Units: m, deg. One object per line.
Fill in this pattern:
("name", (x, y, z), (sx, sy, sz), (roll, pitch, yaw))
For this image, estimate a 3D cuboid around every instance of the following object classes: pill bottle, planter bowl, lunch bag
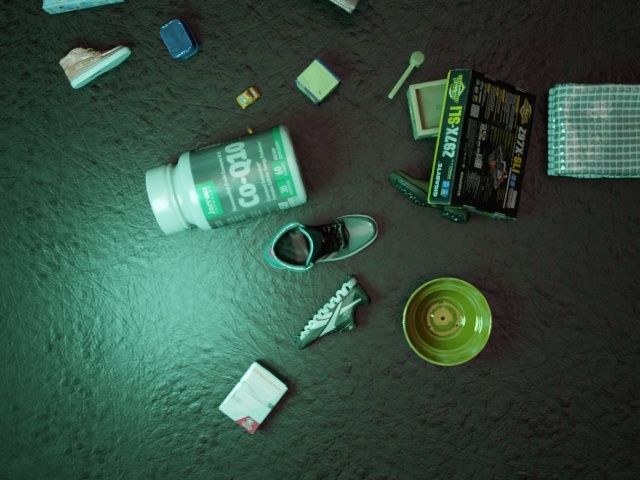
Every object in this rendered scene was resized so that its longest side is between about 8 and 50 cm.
("pill bottle", (-0.225, -0.141, 1.854), (0.361, 0.204, 0.204), (-16, 90, 2))
("planter bowl", (0.311, 0.199, 1.894), (0.217, 0.090, 0.217), (0, 89, 1))
("lunch bag", (-0.357, -0.514, 1.927), (0.067, 0.065, 0.098), (-26, 90, 17))

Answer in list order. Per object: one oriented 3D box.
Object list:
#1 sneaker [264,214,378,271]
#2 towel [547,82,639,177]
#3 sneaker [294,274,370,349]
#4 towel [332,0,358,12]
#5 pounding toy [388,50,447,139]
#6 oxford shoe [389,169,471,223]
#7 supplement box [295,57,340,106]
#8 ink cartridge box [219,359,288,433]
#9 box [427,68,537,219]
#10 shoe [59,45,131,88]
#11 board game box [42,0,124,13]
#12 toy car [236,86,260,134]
("sneaker", (0.000, 0.000, 1.859), (0.296, 0.178, 0.123), (-17, 89, 1))
("towel", (0.711, -0.273, 1.867), (0.284, 0.121, 0.234), (-1, 91, 2))
("sneaker", (0.037, 0.203, 1.908), (0.106, 0.078, 0.234), (43, 89, 4))
("towel", (0.049, -0.743, 1.867), (0.237, 0.037, 0.328), (31, 71, -7))
("pounding toy", (0.257, -0.362, 1.893), (0.181, 0.094, 0.205), (-10, 90, 1))
("oxford shoe", (0.282, -0.130, 1.908), (0.227, 0.083, 0.096), (26, 79, -4))
("supplement box", (-0.006, -0.400, 1.920), (0.083, 0.056, 0.083), (44, 91, 1))
("ink cartridge box", (-0.167, 0.394, 1.922), (0.109, 0.063, 0.150), (38, 91, 2))
("box", (0.394, -0.225, 1.829), (0.257, 0.079, 0.321), (8, 91, -40))
("shoe", (-0.577, -0.467, 1.933), (0.178, 0.063, 0.081), (-30, 94, 6))
("board game box", (-0.633, -0.670, 1.937), (0.194, 0.060, 0.194), (-24, 89, 1))
("toy car", (-0.173, -0.331, 1.933), (0.060, 0.040, 0.121), (-19, 89, 2))
